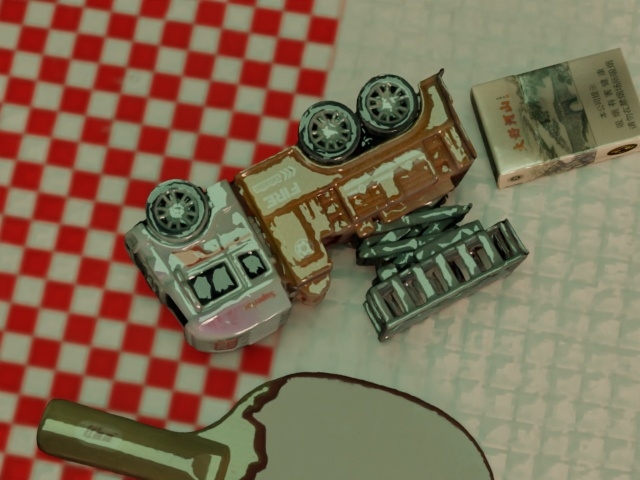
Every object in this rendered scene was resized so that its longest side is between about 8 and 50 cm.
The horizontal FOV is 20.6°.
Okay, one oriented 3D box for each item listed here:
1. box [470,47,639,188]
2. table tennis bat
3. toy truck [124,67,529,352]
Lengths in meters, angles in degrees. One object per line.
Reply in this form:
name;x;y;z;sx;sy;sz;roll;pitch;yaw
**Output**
box;0.126;-0.065;0.925;0.083;0.024;0.054;-15;73;-2
table tennis bat;-0.027;0.123;0.874;0.234;0.022;0.131;14;74;6
toy truck;0.000;0.000;0.884;0.177;0.080;0.115;-26;82;-8
